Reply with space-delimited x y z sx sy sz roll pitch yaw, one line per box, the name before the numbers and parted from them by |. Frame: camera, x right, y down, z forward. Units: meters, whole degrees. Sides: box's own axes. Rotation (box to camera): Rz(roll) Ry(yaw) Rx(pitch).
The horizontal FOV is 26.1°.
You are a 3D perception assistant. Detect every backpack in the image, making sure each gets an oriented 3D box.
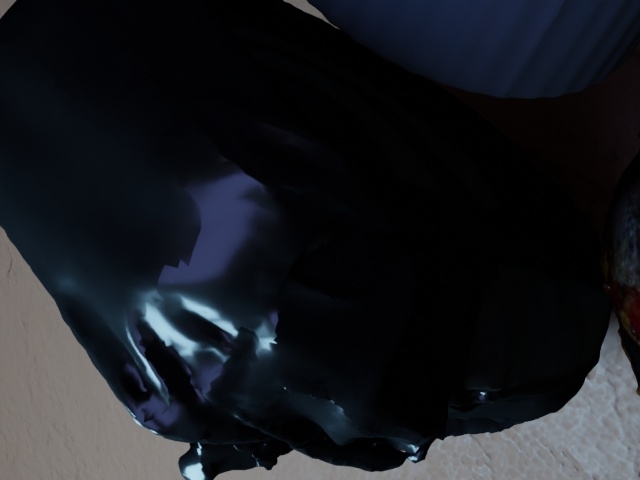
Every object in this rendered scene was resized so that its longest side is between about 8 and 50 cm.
backpack | 0.000 0.000 0.856 0.255 0.446 0.363 -56 48 17

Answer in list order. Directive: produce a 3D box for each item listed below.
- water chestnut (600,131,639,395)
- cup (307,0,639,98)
water chestnut | 0.270 0.007 0.773 0.224 0.224 0.238 25 114 30
cup | 0.103 -0.284 0.725 0.331 0.257 0.311 50 140 22
